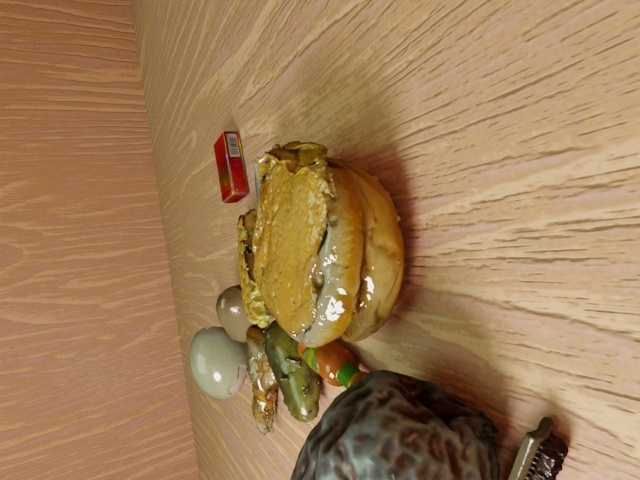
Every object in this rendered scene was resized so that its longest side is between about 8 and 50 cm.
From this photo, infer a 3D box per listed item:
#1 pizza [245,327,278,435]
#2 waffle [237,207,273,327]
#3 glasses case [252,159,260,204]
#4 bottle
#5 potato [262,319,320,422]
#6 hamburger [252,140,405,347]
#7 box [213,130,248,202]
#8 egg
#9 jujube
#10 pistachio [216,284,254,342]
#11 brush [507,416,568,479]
[{"bbox_3d":[-0.162,0.380,1.127,0.189,0.071,0.296,31,125,56],"label":"pizza"},{"bbox_3d":[-0.162,0.063,0.999,0.309,0.065,0.283,-176,83,-72],"label":"waffle"},{"bbox_3d":[-0.068,-0.009,0.821,0.128,0.083,0.308,-151,51,-72],"label":"glasses case"},{"bbox_3d":[0.029,0.214,0.718,0.187,0.069,0.069,20,115,58],"label":"bottle"},{"bbox_3d":[-0.058,0.265,0.872,0.225,0.090,0.117,64,148,32],"label":"potato"},{"bbox_3d":[0.000,0.000,0.613,0.319,0.158,0.318,27,120,59],"label":"hamburger"},{"bbox_3d":[-0.247,-0.199,1.151,0.112,0.048,0.175,-15,84,61],"label":"box"},{"bbox_3d":[-0.308,0.377,1.280,0.183,0.183,0.217,136,131,-58],"label":"egg"},{"bbox_3d":[0.065,0.307,0.472,0.226,0.226,0.316,37,103,54],"label":"jujube"},{"bbox_3d":[-0.234,0.207,1.187,0.126,0.108,0.185,15,122,29],"label":"pistachio"},{"bbox_3d":[0.201,0.287,0.433,0.036,0.043,0.247,35,129,46],"label":"brush"}]
